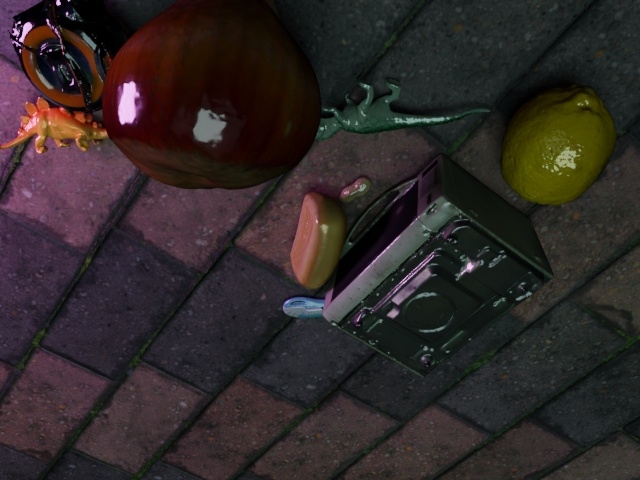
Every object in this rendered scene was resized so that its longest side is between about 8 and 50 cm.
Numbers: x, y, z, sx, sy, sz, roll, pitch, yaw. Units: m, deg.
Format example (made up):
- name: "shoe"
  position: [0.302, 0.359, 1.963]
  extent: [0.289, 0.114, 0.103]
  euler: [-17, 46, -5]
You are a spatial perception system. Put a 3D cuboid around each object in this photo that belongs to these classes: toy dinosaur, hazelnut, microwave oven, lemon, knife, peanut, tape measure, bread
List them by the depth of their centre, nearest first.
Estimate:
- name: "hazelnut"
  position: [-0.184, -0.248, 1.119]
  extent: [0.359, 0.409, 0.359]
  euler: [-7, 103, -31]
- name: "tape measure"
  position: [-0.458, -0.349, 1.193]
  extent: [0.202, 0.135, 0.223]
  euler: [-15, 120, 26]
- name: "lemon"
  position: [0.456, -0.181, 1.241]
  extent: [0.204, 0.204, 0.260]
  euler: [14, 129, -7]
- name: "toy dinosaur"
  position: [0.140, -0.273, 1.269]
  extent: [0.383, 0.076, 0.129]
  euler: [-2, 136, 14]
- name: "toy dinosaur"
  position: [-0.558, -0.243, 1.336]
  extent: [0.288, 0.070, 0.117]
  euler: [-2, 115, 0]
- name: "microwave oven"
  position: [0.238, 0.068, 1.404]
  extent: [0.333, 0.247, 0.394]
  euler: [33, 121, -18]
- name: "peanut"
  position: [0.075, -0.111, 1.415]
  extent: [0.083, 0.037, 0.037]
  euler: [-26, 120, 25]
- name: "bread"
  position: [0.000, 0.000, 1.435]
  extent: [0.098, 0.147, 0.217]
  euler: [0, 129, -24]
- name: "knife"
  position: [0.015, 0.166, 1.616]
  extent: [0.222, 0.031, 0.064]
  euler: [-4, 121, 6]

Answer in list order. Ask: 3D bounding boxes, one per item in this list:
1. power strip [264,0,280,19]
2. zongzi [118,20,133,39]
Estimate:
- name: "power strip"
  position: [-0.075, -0.328, 1.243]
  extent: [0.064, 0.044, 0.305]
  euler: [10, 131, 43]
- name: "zongzi"
  position: [-0.392, -0.379, 1.253]
  extent: [0.083, 0.040, 0.076]
  euler: [-23, 116, 38]
